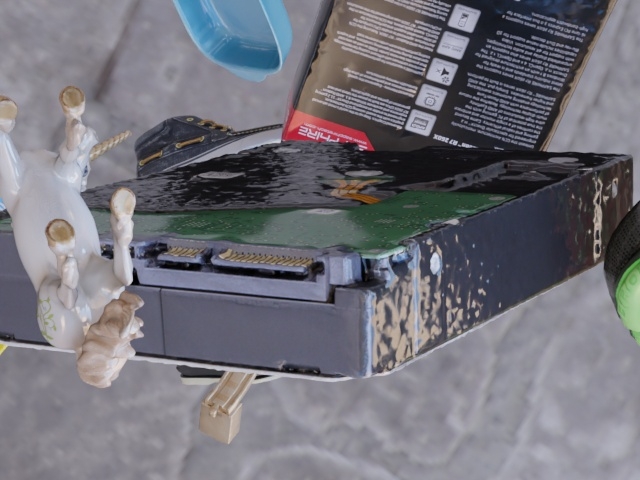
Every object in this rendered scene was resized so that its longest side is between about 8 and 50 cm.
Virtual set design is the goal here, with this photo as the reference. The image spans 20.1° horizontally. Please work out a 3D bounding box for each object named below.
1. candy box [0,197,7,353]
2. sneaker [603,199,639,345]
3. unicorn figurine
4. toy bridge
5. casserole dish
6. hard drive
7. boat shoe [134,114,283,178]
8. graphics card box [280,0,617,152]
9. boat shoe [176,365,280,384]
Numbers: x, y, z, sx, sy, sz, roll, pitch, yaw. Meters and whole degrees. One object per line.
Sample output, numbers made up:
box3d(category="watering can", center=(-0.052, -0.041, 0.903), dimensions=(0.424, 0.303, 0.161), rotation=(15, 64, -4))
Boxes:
box3d(category="candy box", center=(-0.255, 0.028, 1.316), dimensions=(0.105, 0.027, 0.206), rotation=(44, 47, -9))
box3d(category="sneaker", center=(0.311, -0.113, 1.042), dimensions=(0.483, 0.202, 0.185), rotation=(-46, 141, -20))
box3d(category="unicorn figurine", center=(-0.104, -0.012, 0.730), dimensions=(0.060, 0.162, 0.111), rotation=(0, 147, -8))
box3d(category="toy bridge", center=(-0.026, 0.060, 1.233), dimensions=(0.188, 0.026, 0.063), rotation=(-50, 157, -43))
box3d(category="casserole dish", center=(-0.081, -0.216, 1.486), dimensions=(0.037, 0.114, 0.188), rotation=(-47, 131, -28))
box3d(category="hard drive", center=(0.000, 0.000, 0.950), dimensions=(0.339, 0.237, 0.064), rotation=(-19, 110, -60))
box3d(category="boat shoe", center=(-0.103, -0.094, 1.783), dimensions=(0.183, 0.083, 0.065), rotation=(-19, 147, 12))
box3d(category="graphics card box", center=(0.127, -0.216, 1.542), dimensions=(0.233, 0.094, 0.371), rotation=(16, 127, -6))
box3d(category="boat shoe", center=(-0.068, 0.098, 1.546), dimensions=(0.049, 0.133, 0.042), rotation=(-36, 116, -55))
